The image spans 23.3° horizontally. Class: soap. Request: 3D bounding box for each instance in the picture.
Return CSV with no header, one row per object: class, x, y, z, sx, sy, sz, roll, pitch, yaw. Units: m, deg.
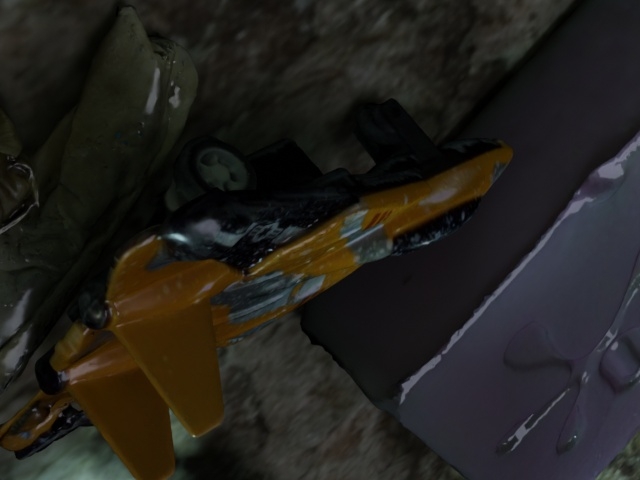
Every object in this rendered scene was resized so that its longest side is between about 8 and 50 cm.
soap,0.158,0.017,0.966,0.296,0.107,0.285,-48,144,0

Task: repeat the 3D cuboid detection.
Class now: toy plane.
toy plane,-0.008,-0.009,0.744,0.316,0.103,0.204,-37,171,-45

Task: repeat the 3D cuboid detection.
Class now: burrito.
burrito,-0.127,0.004,0.690,0.058,0.063,0.229,31,93,-15

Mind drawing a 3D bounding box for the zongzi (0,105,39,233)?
zongzi,-0.196,-0.033,0.559,0.160,0.078,0.176,-42,142,-17
